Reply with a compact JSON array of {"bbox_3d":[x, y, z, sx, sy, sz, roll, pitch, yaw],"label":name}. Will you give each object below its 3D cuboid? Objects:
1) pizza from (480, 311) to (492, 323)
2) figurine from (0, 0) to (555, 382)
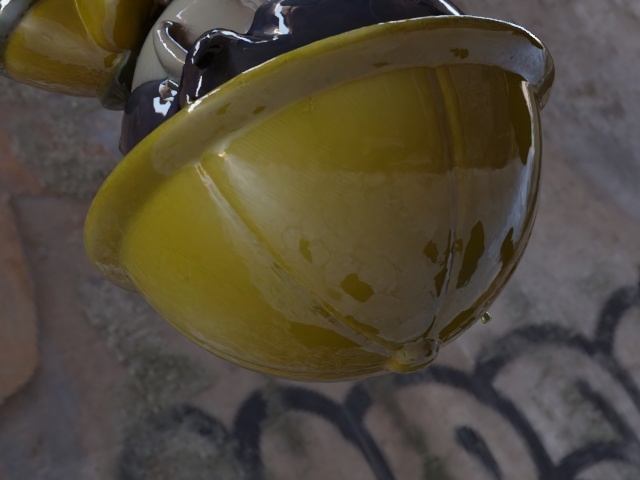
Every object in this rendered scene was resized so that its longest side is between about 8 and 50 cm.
[{"bbox_3d":[0.000,0.000,1.111,0.075,0.287,0.280,-52,-26,-37],"label":"pizza"},{"bbox_3d":[-0.035,-0.051,0.560,0.167,0.257,0.192,-59,-23,8],"label":"figurine"}]
